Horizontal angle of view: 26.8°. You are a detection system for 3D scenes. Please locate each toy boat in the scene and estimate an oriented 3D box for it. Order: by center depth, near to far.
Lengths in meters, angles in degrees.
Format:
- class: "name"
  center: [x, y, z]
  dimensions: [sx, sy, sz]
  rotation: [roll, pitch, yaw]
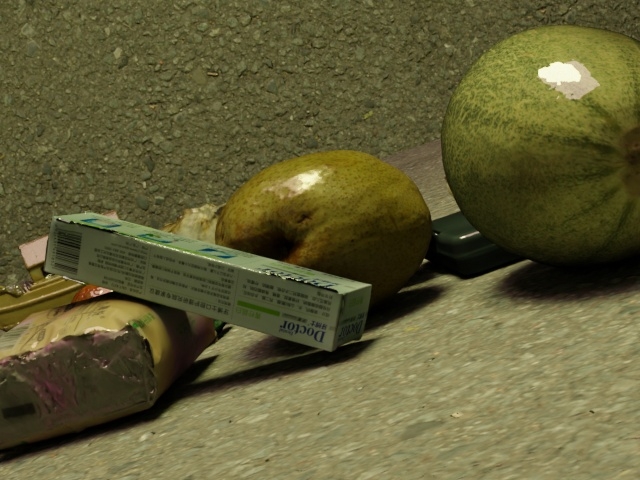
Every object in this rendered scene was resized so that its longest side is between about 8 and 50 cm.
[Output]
- class: "toy boat"
  center: [-0.399, 0.042, 2.379]
  dimensions: [0.446, 0.162, 0.136]
  rotation: [-19, 4, -8]

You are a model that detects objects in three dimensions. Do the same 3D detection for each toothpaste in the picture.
- class: "toothpaste"
  center: [-0.119, 0.038, 1.362]
  dimensions: [0.337, 0.067, 0.081]
  rotation: [14, 11, 22]

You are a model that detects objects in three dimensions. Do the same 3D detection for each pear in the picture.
- class: "pear"
  center: [0.000, 0.000, 1.462]
  dimensions: [0.229, 0.188, 0.211]
  rotation: [-12, 10, 31]

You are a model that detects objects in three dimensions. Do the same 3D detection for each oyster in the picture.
- class: "oyster"
  center: [-0.145, 0.014, 1.805]
  dimensions: [0.198, 0.133, 0.337]
  rotation: [-11, -4, -31]

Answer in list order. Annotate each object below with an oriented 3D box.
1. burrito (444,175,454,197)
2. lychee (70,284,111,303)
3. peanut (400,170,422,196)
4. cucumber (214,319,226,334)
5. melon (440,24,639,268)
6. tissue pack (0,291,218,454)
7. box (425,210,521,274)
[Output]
- class: "burrito"
  center: [0.267, -0.099, 1.919]
  dimensions: [0.143, 0.105, 0.299]
  rotation: [-20, 6, 19]
- class: "lychee"
  center: [-0.293, 0.105, 1.783]
  dimensions: [0.140, 0.101, 0.114]
  rotation: [-4, 31, 24]
- class: "peanut"
  center: [0.057, -0.017, 1.657]
  dimensions: [0.122, 0.137, 0.253]
  rotation: [8, -25, -21]
- class: "cucumber"
  center: [-0.146, 0.113, 1.626]
  dimensions: [0.036, 0.033, 0.184]
  rotation: [0, 14, 19]
- class: "melon"
  center: [0.249, -0.092, 1.318]
  dimensions: [0.249, 0.248, 0.329]
  rotation: [-20, 9, -10]
- class: "tissue pack"
  center: [-0.240, 0.120, 1.429]
  dimensions: [0.215, 0.122, 0.256]
  rotation: [-17, 9, 12]
- class: "box"
  center: [0.209, -0.012, 1.596]
  dimensions: [0.160, 0.050, 0.230]
  rotation: [-19, 7, -6]
